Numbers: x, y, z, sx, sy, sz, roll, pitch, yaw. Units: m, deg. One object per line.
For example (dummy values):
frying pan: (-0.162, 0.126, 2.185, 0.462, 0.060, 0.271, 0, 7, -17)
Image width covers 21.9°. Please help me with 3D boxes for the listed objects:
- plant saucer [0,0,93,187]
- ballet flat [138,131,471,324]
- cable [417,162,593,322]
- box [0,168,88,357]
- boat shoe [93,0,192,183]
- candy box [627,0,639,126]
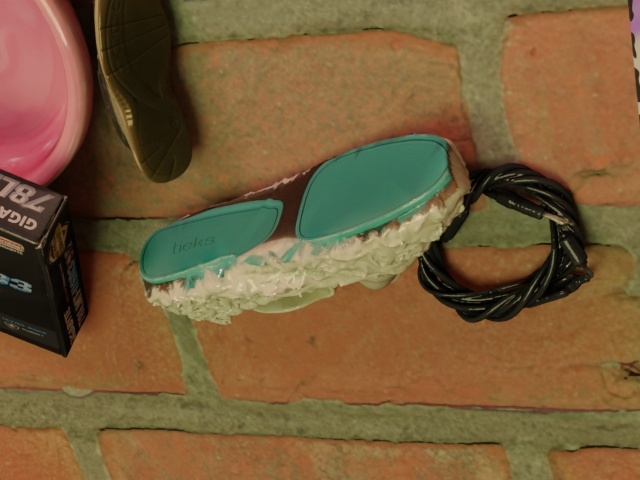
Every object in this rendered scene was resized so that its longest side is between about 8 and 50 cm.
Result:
plant saucer: (-0.371, -0.199, 1.696, 0.332, 0.084, 0.332, 12, 124, 18)
ballet flat: (0.000, 0.000, 1.633, 0.408, 0.147, 0.147, -15, 113, 37)
cable: (0.164, 0.005, 1.593, 0.184, 0.047, 0.151, -18, 111, 34)
box: (-0.398, -0.008, 1.751, 0.295, 0.073, 0.293, 22, 155, 6)
boat shoe: (-0.188, -0.164, 1.635, 0.073, 0.080, 0.224, 25, 136, 51)
candy box: (0.345, -0.178, 1.372, 0.164, 0.070, 0.196, 3, 121, 24)
